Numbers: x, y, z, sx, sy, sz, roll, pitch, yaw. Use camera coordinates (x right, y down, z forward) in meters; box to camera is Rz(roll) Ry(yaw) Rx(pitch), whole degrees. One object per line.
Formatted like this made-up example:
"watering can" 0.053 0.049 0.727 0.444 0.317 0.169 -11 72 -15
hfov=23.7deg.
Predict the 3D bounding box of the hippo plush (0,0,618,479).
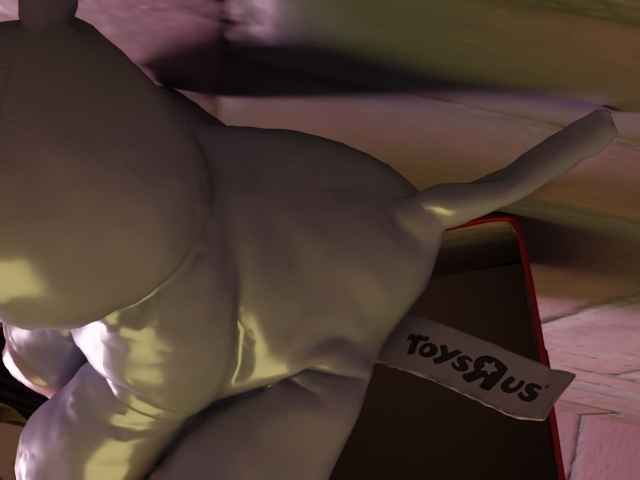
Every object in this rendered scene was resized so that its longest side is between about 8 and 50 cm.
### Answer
"hippo plush" -0.083 0.025 0.603 0.294 0.234 0.236 6 171 38

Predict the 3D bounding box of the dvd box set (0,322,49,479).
"dvd box set" -0.174 0.123 1.194 0.420 0.308 0.062 19 168 -38

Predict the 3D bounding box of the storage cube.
"storage cube" 0.057 0.102 0.980 0.183 0.215 0.193 -10 168 7
